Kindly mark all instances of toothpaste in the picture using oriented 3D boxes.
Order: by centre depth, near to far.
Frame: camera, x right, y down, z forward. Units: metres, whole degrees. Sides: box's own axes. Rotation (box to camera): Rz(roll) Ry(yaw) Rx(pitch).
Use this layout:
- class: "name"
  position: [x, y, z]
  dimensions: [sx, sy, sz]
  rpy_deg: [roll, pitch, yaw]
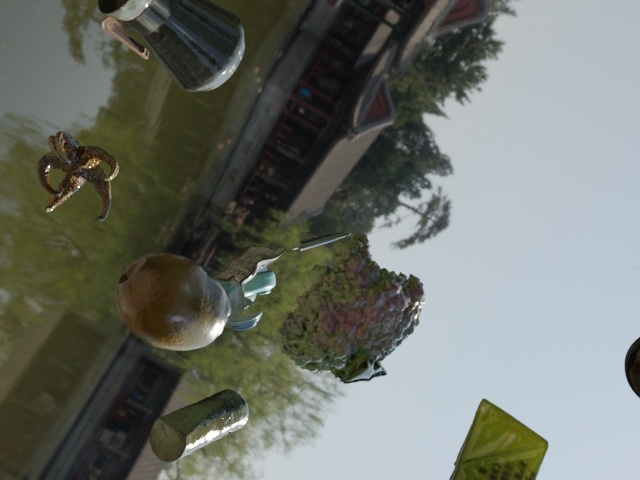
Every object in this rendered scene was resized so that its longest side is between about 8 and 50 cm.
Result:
- class: "toothpaste"
  position: [0.000, 0.000, 1.357]
  dimensions: [0.037, 0.140, 0.021]
  rpy_deg: [10, -67, 63]

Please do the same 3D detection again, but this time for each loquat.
- class: "loquat"
  position: [-0.279, 0.120, 1.209]
  dimensions: [0.179, 0.227, 0.179]
  rpy_deg: [-30, -144, 25]

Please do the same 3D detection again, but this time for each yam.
- class: "yam"
  position: [-0.176, 0.271, 0.945]
  dimensions: [0.068, 0.068, 0.169]
  rpy_deg: [-58, 158, 16]

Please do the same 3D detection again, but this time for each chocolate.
- class: "chocolate"
  position: [0.308, 0.456, 1.148]
  dimensions: [0.289, 0.137, 0.301]
  rpy_deg: [-65, 156, -10]

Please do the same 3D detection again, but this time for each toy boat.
- class: "toy boat"
  position: [-0.230, 0.189, 1.755]
  dimensions: [0.105, 0.149, 0.034]
  rpy_deg: [-34, -154, -8]

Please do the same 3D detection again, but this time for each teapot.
- class: "teapot"
  position: [-0.404, -0.572, 1.684]
  dimensions: [0.300, 0.344, 0.253]
  rpy_deg: [-14, -121, 32]

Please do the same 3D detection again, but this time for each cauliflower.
- class: "cauliflower"
  position: [0.034, 0.113, 1.117]
  dimensions: [0.256, 0.239, 0.315]
  rpy_deg: [-46, -143, -2]

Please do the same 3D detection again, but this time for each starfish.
- class: "starfish"
  position: [-0.429, -0.105, 1.118]
  dimensions: [0.190, 0.146, 0.074]
  rpy_deg: [-42, -154, 42]

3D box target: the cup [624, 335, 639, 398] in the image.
- class: "cup"
  position: [0.799, 0.257, 1.424]
  dimensions: [0.196, 0.196, 0.280]
  rpy_deg: [-56, 165, 29]

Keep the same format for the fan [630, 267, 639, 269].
- class: "fan"
  position: [0.870, 0.045, 1.319]
  dimensions: [0.233, 0.415, 0.012]
  rpy_deg: [2, 83, -75]

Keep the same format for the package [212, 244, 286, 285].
- class: "package"
  position: [-0.190, 0.065, 1.700]
  dimensions: [0.166, 0.040, 0.232]
  rpy_deg: [-40, -162, -26]

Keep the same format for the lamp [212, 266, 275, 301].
- class: "lamp"
  position: [-0.271, 0.147, 1.921]
  dimensions: [0.284, 0.147, 0.209]
  rpy_deg: [-29, 176, 17]
